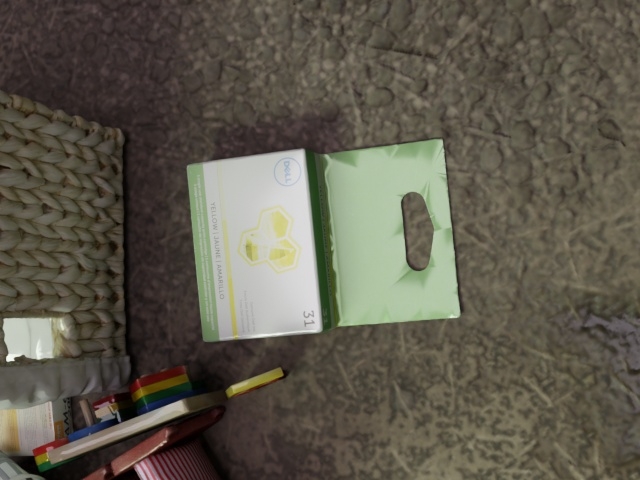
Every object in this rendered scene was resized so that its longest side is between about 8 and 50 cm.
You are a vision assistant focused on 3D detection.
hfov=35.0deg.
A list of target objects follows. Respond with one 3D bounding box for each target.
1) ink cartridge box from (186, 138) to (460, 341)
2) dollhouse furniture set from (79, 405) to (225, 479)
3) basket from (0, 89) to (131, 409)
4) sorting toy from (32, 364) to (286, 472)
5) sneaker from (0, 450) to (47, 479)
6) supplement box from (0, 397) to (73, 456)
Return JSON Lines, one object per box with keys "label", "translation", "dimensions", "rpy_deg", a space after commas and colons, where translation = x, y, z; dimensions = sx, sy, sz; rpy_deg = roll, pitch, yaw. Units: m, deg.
{"label": "ink cartridge box", "translation": [0.000, 0.000, 0.932], "dimensions": [0.235, 0.056, 0.171], "rpy_deg": [-6, 88, 20]}
{"label": "dollhouse furniture set", "translation": [-0.167, 0.288, 0.820], "dimensions": [0.152, 0.374, 0.201], "rpy_deg": [-33, 82, 18]}
{"label": "basket", "translation": [-0.385, 0.011, 0.917], "dimensions": [0.331, 0.328, 0.266], "rpy_deg": [-1, 86, 18]}
{"label": "sorting toy", "translation": [-0.159, 0.150, 0.925], "dimensions": [0.275, 0.132, 0.046], "rpy_deg": [-22, 82, 8]}
{"label": "sneaker", "translation": [-0.321, 0.306, 1.026], "dimensions": [0.132, 0.086, 0.228], "rpy_deg": [30, 119, 39]}
{"label": "supplement box", "translation": [-0.305, 0.187, 1.037], "dimensions": [0.098, 0.036, 0.062], "rpy_deg": [-5, 89, 17]}
